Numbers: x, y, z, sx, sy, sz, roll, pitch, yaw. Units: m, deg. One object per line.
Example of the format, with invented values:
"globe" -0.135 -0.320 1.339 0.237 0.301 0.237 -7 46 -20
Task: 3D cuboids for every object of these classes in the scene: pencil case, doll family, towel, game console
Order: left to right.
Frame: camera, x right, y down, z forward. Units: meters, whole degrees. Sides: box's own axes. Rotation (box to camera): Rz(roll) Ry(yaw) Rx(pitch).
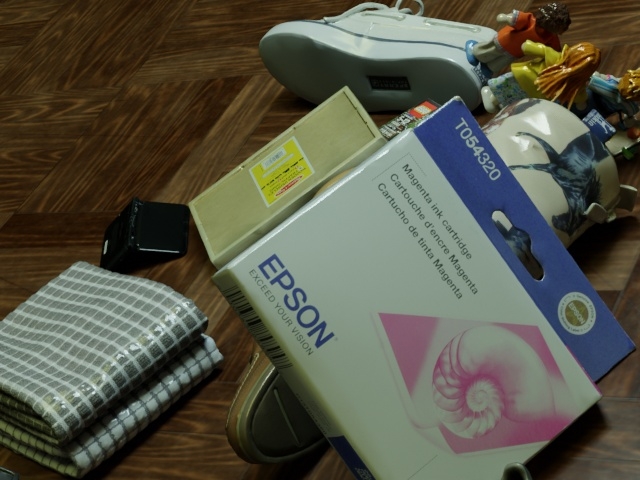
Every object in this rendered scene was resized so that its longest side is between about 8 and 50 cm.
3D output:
"towel" -0.288 0.137 1.908 0.235 0.121 0.284 -41 36 -27
"game console" -0.236 0.002 2.178 0.107 0.071 0.122 -46 23 23
"pencil case" 0.168 0.018 1.746 0.183 0.160 0.410 27 55 26
"doll family" 0.300 -0.174 1.894 0.163 0.263 0.118 -24 51 43

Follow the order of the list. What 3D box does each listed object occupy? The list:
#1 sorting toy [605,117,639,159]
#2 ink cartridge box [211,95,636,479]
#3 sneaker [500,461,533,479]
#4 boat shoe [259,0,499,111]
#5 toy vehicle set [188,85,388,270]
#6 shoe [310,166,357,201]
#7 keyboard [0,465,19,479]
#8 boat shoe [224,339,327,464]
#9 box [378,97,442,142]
"sorting toy" 0.369 -0.123 1.964 0.062 0.012 0.083 -26 31 -4
"ink cartridge box" 0.118 0.068 1.567 0.330 0.324 0.071 -38 4 -20
"sneaker" 0.163 0.265 1.474 0.061 0.065 0.158 -9 35 23
"boat shoe" 0.095 -0.272 2.252 0.367 0.136 0.156 8 44 36
"toy vehicle set" -0.041 -0.077 2.086 0.267 0.035 0.166 -36 32 6
"shoe" 0.000 0.000 1.961 0.219 0.076 0.058 -45 49 -6
"keyboard" -0.315 0.351 1.474 0.033 0.317 0.201 15 19 -6
"boat shoe" -0.022 0.138 1.760 0.104 0.110 0.307 -7 26 39
"box" 0.134 -0.090 2.038 0.159 0.044 0.233 -33 33 -12
